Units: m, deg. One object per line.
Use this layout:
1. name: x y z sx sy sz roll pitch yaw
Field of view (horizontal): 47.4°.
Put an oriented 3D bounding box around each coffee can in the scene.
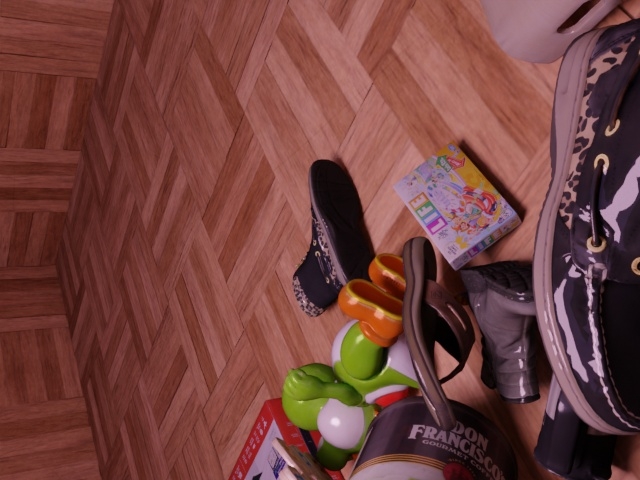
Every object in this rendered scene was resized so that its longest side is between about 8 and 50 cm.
1. coffee can: 0.110 0.341 0.837 0.201 0.275 0.202 8 116 18

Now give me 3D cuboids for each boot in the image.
1. boot: 0.228 0.108 0.821 0.246 0.083 0.161 175 84 -87
2. boot: 0.316 -0.031 0.567 0.284 0.138 0.378 -15 65 62
3. boot: -0.001 0.001 1.240 0.178 0.085 0.237 -45 54 52

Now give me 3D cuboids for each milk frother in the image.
1. milk frother: 0.307 0.191 0.759 0.143 0.129 0.135 10 104 14

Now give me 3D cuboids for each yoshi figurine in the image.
1. yoshi figurine: 0.030 0.192 1.118 0.203 0.203 0.362 -110 30 -54

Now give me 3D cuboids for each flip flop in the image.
1. flip flop: 0.150 0.101 0.906 0.277 0.080 0.112 -84 -19 -47

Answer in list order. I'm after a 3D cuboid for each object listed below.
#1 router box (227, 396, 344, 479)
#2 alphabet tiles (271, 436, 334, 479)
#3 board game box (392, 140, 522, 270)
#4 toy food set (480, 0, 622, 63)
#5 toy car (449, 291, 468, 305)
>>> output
1. router box: -0.062 0.511 1.361 0.301 0.082 0.335 58 137 39
2. alphabet tiles: 0.036 0.403 1.049 0.021 0.284 0.278 -44 56 -3
3. board game box: 0.175 -0.048 0.954 0.103 0.026 0.154 -38 51 8
4. toy food set: 0.232 -0.371 0.778 0.220 0.092 0.306 131 122 -75
5. toy car: 0.193 0.026 0.991 0.040 0.060 0.122 -2 111 16
